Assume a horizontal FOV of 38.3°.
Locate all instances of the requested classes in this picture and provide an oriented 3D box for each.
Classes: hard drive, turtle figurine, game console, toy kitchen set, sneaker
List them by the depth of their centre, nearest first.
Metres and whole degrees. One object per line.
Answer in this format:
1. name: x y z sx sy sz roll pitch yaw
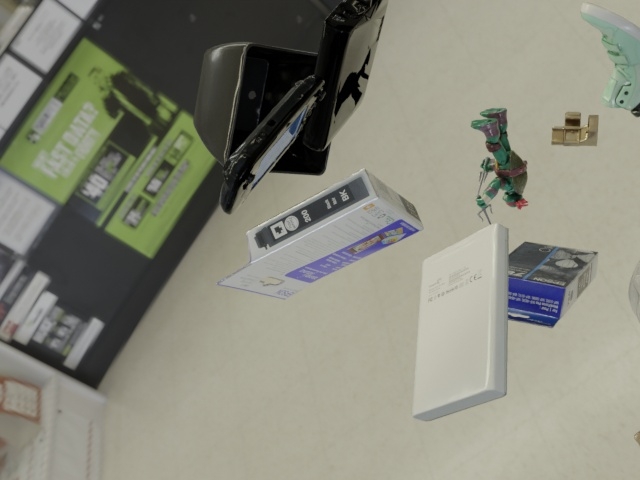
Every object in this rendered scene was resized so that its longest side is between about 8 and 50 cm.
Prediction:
1. game console: -0.020 -0.159 1.160 0.361 0.044 0.213 -53 -14 -36
2. hard drive: 0.243 0.142 1.593 0.203 0.040 0.307 -32 42 48
3. toy kitchen set: 0.473 -0.220 1.710 0.083 0.075 0.068 3 75 15
4. sneaker: 0.570 -0.339 1.771 0.151 0.256 0.094 -53 15 19
5. turtle figurine: 0.368 -0.147 1.898 0.118 0.234 0.175 -9 20 12

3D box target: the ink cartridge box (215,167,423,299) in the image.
1. ink cartridge box: 0.000 0.000 1.076 0.208 0.206 0.045 -28 73 13

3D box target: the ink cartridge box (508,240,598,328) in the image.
1. ink cartridge box: 0.434 0.080 1.836 0.165 0.065 0.332 10 20 27

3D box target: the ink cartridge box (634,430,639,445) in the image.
1. ink cartridge box: 0.524 0.281 1.087 0.193 0.088 0.235 -40 55 16

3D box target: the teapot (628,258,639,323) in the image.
1. teapot: 0.592 0.079 1.346 0.256 0.252 0.187 -42 47 7

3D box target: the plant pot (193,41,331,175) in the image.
1. plant pot: -0.097 -0.217 1.433 0.167 0.187 0.188 29 112 47
